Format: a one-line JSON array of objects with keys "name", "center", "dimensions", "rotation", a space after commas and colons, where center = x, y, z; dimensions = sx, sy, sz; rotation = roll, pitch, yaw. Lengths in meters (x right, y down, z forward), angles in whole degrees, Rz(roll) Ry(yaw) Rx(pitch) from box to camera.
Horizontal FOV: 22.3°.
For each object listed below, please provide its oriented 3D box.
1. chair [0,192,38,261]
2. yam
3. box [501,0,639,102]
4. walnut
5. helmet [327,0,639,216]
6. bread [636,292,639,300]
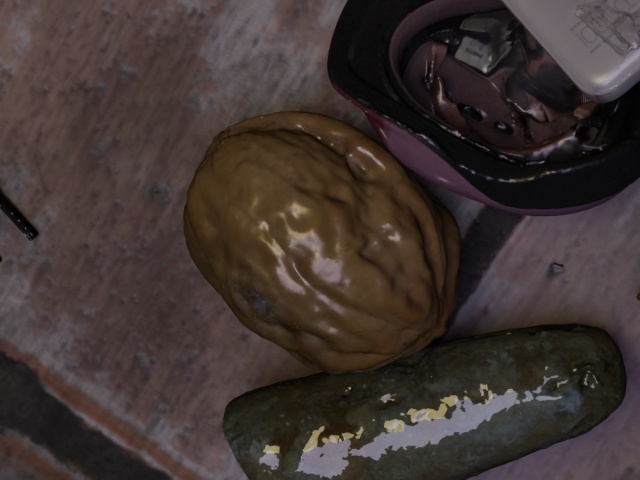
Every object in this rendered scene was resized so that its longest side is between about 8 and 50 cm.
[{"name": "chair", "center": [-0.356, -0.054, 1.420], "dimensions": [0.084, 0.101, 0.212], "rotation": [-37, 95, 19]}, {"name": "yam", "center": [0.093, 0.145, 1.356], "dimensions": [0.330, 0.133, 0.133], "rotation": [-18, 100, 11]}, {"name": "box", "center": [0.174, -0.239, 1.201], "dimensions": [0.142, 0.044, 0.285], "rotation": [-41, 62, 10]}, {"name": "walnut", "center": [0.000, 0.000, 1.302], "dimensions": [0.245, 0.198, 0.198], "rotation": [43, 110, 9]}, {"name": "helmet", "center": [0.142, -0.108, 1.258], "dimensions": [0.253, 0.198, 0.154], "rotation": [12, 152, 18]}, {"name": "bread", "center": [0.409, -0.039, 1.252], "dimensions": [0.138, 0.077, 0.361], "rotation": [39, 110, 2]}]
